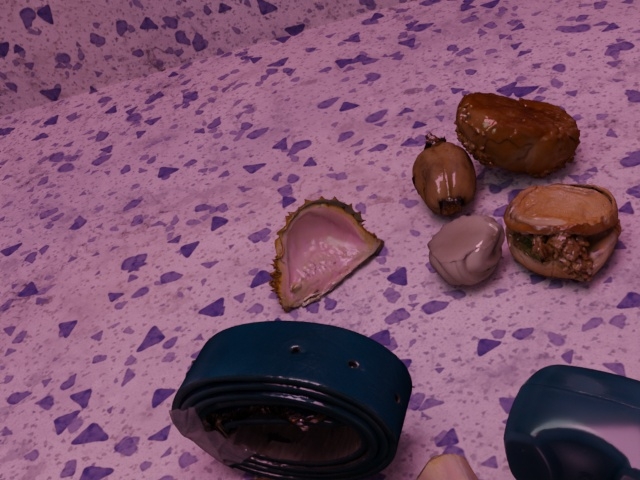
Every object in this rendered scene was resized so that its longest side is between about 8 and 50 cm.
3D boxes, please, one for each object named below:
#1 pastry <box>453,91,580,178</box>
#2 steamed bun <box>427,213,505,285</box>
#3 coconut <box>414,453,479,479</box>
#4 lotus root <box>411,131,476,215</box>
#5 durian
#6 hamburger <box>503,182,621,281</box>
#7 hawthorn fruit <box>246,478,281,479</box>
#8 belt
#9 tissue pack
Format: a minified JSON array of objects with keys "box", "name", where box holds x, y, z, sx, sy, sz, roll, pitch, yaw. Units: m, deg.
[{"box":[0.480,-0.257,2.046,0.311,0.162,0.255,8,30,-3],"name":"pastry"},{"box":[0.327,0.027,1.825,0.183,0.106,0.183,-27,29,16],"name":"steamed bun"},{"box":[0.216,0.428,1.363,0.116,0.116,0.122,-22,32,-2],"name":"coconut"},{"box":[0.305,-0.153,2.039,0.154,0.140,0.257,-21,41,19],"name":"lotus root"},{"box":[-0.013,-0.002,1.960,0.305,0.195,0.185,-30,31,-9],"name":"durian"},{"box":[0.524,-0.026,1.775,0.243,0.146,0.286,-16,30,-4],"name":"hamburger"},{"box":[-0.052,0.519,1.182,0.403,0.402,0.403,-13,37,10],"name":"hawthorn fruit"},{"box":[-0.054,0.300,1.497,0.437,0.300,0.173,-2,38,28],"name":"belt"},{"box":[0.456,0.314,1.321,0.287,0.198,0.206,9,47,37],"name":"tissue pack"}]
